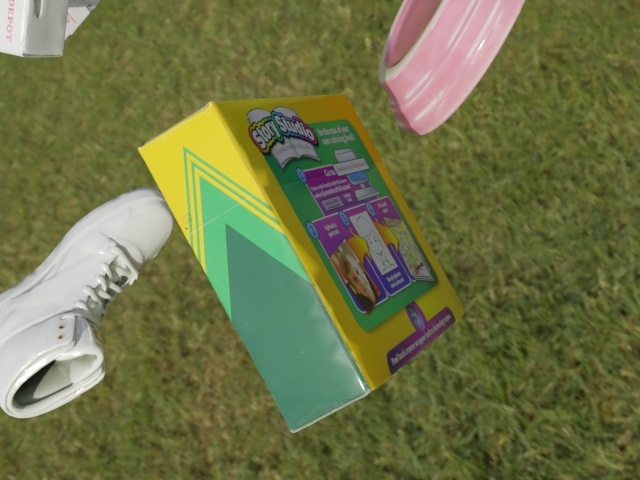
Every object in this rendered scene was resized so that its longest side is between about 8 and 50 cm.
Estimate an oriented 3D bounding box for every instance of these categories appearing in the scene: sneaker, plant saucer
[{"bbox_3d":[-0.252,0.076,1.197,0.292,0.108,0.169,-42,44,-10],"label":"sneaker"},{"bbox_3d":[0.171,-0.302,1.417,0.332,0.084,0.332,-58,14,23],"label":"plant saucer"}]

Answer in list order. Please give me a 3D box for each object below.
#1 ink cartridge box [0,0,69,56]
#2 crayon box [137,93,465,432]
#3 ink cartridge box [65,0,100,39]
[{"bbox_3d":[-0.448,-0.342,1.448,0.212,0.093,0.154,16,105,24],"label":"ink cartridge box"},{"bbox_3d":[0.000,0.000,1.167,0.106,0.363,0.313,-31,86,23],"label":"crayon box"},{"bbox_3d":[-0.431,-0.413,1.785,0.060,0.104,0.180,4,53,49],"label":"ink cartridge box"}]
